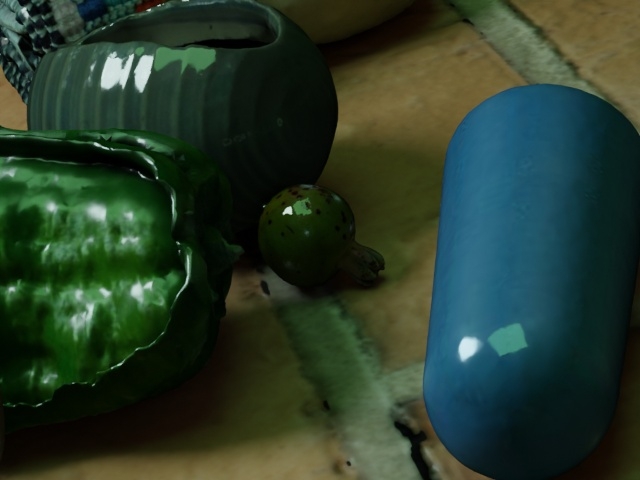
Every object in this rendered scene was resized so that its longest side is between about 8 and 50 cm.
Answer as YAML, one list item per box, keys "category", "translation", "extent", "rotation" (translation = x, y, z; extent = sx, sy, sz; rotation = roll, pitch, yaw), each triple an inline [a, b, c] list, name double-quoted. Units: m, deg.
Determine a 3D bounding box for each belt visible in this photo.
- category: "belt"
  translation: [-0.192, -0.203, 1.524]
  extent: [0.160, 0.206, 0.295]
  rotation: [-26, 16, -15]

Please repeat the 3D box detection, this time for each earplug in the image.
- category: "earplug"
  translation: [0.123, 0.032, 1.050]
  extent: [0.132, 0.132, 0.273]
  rotation: [-5, 33, 15]

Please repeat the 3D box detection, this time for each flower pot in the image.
- category: "flower pot"
  translation: [-0.100, -0.086, 1.301]
  extent: [0.243, 0.157, 0.189]
  rotation: [0, 21, 40]

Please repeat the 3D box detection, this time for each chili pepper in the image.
- category: "chili pepper"
  translation: [-0.234, 0.024, 1.157]
  extent: [0.385, 0.213, 0.167]
  rotation: [-5, -13, 8]

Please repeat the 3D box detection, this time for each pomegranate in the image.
- category: "pomegranate"
  translation: [-0.001, -0.004, 1.214]
  extent: [0.085, 0.073, 0.073]
  rotation: [4, 32, 28]

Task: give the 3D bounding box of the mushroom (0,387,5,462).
- category: "mushroom"
  translation: [-0.275, 0.108, 1.003]
  extent: [0.206, 0.206, 0.209]
  rotation: [-22, -1, -17]

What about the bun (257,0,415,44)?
- category: "bun"
  translation: [-0.021, -0.270, 1.598]
  extent: [0.259, 0.160, 0.259]
  rotation: [2, 25, -1]
